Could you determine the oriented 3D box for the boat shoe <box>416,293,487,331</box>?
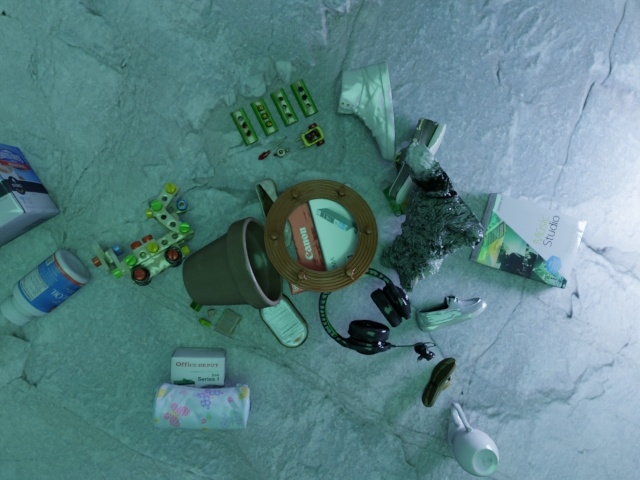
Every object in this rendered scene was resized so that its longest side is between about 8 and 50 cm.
[{"bbox_3d":[0.413,0.217,1.573,0.227,0.079,0.081,-20,100,-1],"label":"boat shoe"}]

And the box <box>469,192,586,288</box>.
[{"bbox_3d":[0.666,0.002,1.598,0.321,0.058,0.233,16,92,-6],"label":"box"}]

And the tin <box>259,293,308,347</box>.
[{"bbox_3d":[-0.114,0.249,1.543,0.106,0.040,0.190,-37,97,2],"label":"tin"}]

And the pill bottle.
[{"bbox_3d":[-0.788,0.138,1.421,0.221,0.124,0.124,-39,97,-1],"label":"pill bottle"}]

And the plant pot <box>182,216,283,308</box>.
[{"bbox_3d":[-0.260,0.088,1.434,0.229,0.263,0.263,-17,95,14],"label":"plant pot"}]

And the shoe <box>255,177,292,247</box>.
[{"bbox_3d":[-0.145,-0.078,1.494,0.076,0.058,0.219,-17,94,21],"label":"shoe"}]

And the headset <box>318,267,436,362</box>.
[{"bbox_3d":[0.178,0.240,1.511,0.394,0.185,0.243,35,92,-2],"label":"headset"}]

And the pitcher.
[{"bbox_3d":[0.459,0.614,1.540,0.125,0.207,0.178,-15,94,-5],"label":"pitcher"}]

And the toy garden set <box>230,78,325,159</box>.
[{"bbox_3d":[-0.117,-0.345,1.498,0.244,0.049,0.204,-27,96,-4],"label":"toy garden set"}]

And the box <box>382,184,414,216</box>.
[{"bbox_3d":[0.294,-0.156,1.557,0.179,0.043,0.105,-30,96,-2],"label":"box"}]

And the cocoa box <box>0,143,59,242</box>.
[{"bbox_3d":[-0.954,-0.085,1.335,0.347,0.231,0.228,-31,96,-3],"label":"cocoa box"}]

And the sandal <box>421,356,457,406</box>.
[{"bbox_3d":[0.387,0.456,1.594,0.049,0.072,0.180,26,92,-22],"label":"sandal"}]

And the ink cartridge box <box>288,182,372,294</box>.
[{"bbox_3d":[0.000,0.000,1.525,0.261,0.066,0.297,-16,95,-5],"label":"ink cartridge box"}]

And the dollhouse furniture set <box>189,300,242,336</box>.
[{"bbox_3d":[-0.325,0.230,1.526,0.151,0.058,0.076,34,82,-26],"label":"dollhouse furniture set"}]

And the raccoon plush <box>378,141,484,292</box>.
[{"bbox_3d":[0.252,-0.057,1.427,0.299,0.216,0.446,-40,124,8],"label":"raccoon plush"}]

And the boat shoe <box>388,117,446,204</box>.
[{"bbox_3d":[0.275,-0.243,1.494,0.091,0.109,0.305,27,70,15],"label":"boat shoe"}]

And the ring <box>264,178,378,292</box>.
[{"bbox_3d":[0.004,-0.019,1.440,0.336,0.032,0.337,1,78,-4],"label":"ring"}]

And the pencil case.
[{"bbox_3d":[-0.332,0.468,1.401,0.272,0.113,0.124,3,83,-8],"label":"pencil case"}]

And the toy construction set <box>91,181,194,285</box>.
[{"bbox_3d":[-0.500,0.003,1.422,0.327,0.151,0.215,-34,86,-3],"label":"toy construction set"}]

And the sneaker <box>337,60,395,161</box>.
[{"bbox_3d":[0.138,-0.376,1.508,0.169,0.108,0.293,-8,98,9],"label":"sneaker"}]

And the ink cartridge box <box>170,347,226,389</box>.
[{"bbox_3d":[-0.368,0.443,1.499,0.160,0.092,0.220,1,94,-7],"label":"ink cartridge box"}]
